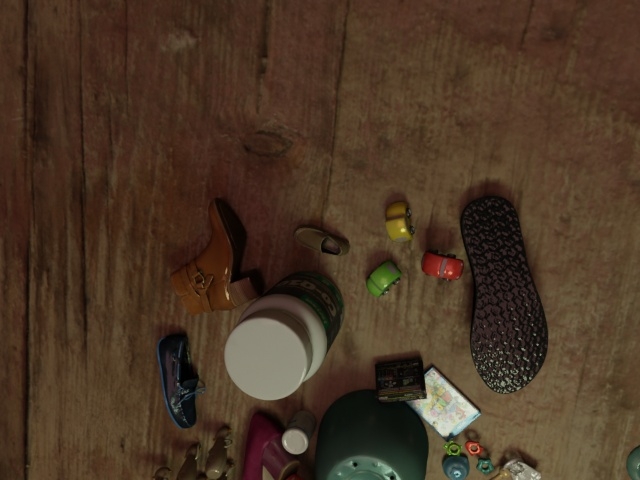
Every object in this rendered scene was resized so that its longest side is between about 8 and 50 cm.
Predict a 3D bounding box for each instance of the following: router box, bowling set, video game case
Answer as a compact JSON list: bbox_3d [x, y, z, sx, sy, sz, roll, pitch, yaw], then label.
[{"bbox_3d":[0.197,0.346,1.279,0.122,0.092,0.038,-11,133,14],"label":"router box"},{"bbox_3d":[-0.320,0.673,1.438,0.286,0.154,0.200,-29,111,14],"label":"bowling set"},{"bbox_3d":[0.301,0.412,1.308,0.166,0.015,0.119,43,105,2],"label":"video game case"}]

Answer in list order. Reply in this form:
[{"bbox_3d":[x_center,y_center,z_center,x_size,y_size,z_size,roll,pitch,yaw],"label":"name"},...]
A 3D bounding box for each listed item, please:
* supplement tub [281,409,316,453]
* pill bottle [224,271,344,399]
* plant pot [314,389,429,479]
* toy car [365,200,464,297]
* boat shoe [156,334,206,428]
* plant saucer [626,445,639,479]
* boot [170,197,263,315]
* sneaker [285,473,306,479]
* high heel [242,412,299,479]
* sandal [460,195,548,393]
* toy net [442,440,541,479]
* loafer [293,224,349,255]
[{"bbox_3d":[-0.054,0.497,1.350,0.070,0.107,0.071,2,99,11],"label":"supplement tub"},{"bbox_3d":[-0.071,0.203,1.175,0.204,0.361,0.205,2,99,11],"label":"pill bottle"},{"bbox_3d":[0.116,0.543,1.245,0.292,0.235,0.293,1,95,10],"label":"plant pot"},{"bbox_3d":[0.186,0.055,1.235,0.239,0.053,0.225,49,114,17],"label":"toy car"},{"bbox_3d":[-0.373,0.384,1.404,0.088,0.109,0.259,-12,98,10],"label":"boat shoe"},{"bbox_3d":[0.787,0.536,1.219,0.119,0.021,0.120,2,99,11],"label":"plant saucer"},{"bbox_3d":[-0.290,0.050,1.343,0.220,0.109,0.284,-18,102,18],"label":"boot"},{"bbox_3d":[0.003,0.730,1.360,0.131,0.148,0.350,-33,124,-15],"label":"sneaker"},{"bbox_3d":[-0.177,0.659,1.430,0.181,0.127,0.378,43,116,38],"label":"high heel"},{"bbox_3d":[0.421,0.121,1.202,0.167,0.107,0.447,-5,85,14],"label":"sandal"},{"bbox_3d":[0.423,0.552,1.292,0.232,0.045,0.122,1,97,10],"label":"toy net"},{"bbox_3d":[0.000,0.000,1.288,0.147,0.050,0.056,15,102,9],"label":"loafer"}]
